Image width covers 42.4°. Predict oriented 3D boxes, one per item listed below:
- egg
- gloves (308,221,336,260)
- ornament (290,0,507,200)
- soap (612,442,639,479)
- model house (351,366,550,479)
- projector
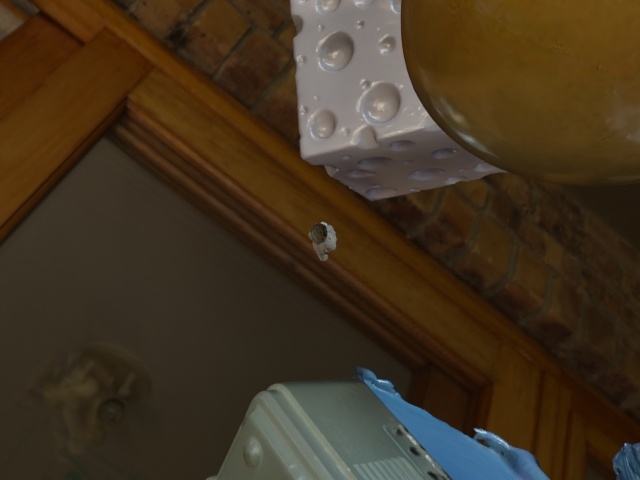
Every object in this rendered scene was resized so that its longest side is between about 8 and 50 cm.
[{"bbox_3d":[0.192,-0.162,0.445,0.322,0.250,0.250,-34,-68,14],"label":"egg"},{"bbox_3d":[0.002,0.001,1.030,0.037,0.044,0.081,11,-8,0],"label":"gloves"},{"bbox_3d":[0.121,-0.214,1.134,0.239,0.239,0.239,-12,-16,24],"label":"ornament"},{"bbox_3d":[0.399,0.221,0.677,0.293,0.156,0.077,-7,-32,8],"label":"soap"},{"bbox_3d":[0.059,0.297,0.671,0.215,0.237,0.303,34,-83,-23],"label":"model house"},{"bbox_3d":[-0.012,0.232,0.475,0.099,0.192,0.257,6,-63,-39],"label":"projector"}]
